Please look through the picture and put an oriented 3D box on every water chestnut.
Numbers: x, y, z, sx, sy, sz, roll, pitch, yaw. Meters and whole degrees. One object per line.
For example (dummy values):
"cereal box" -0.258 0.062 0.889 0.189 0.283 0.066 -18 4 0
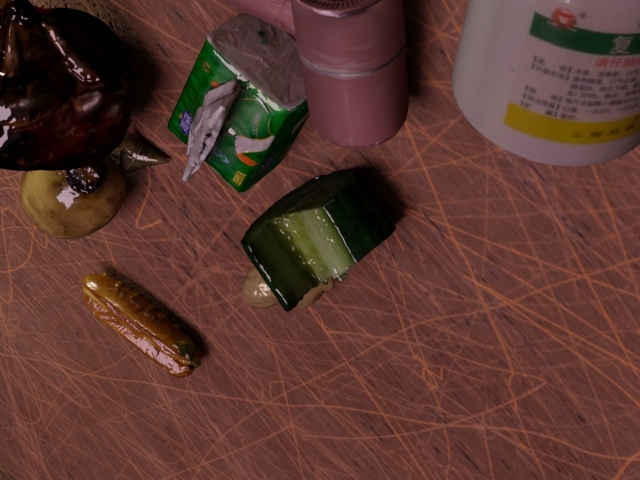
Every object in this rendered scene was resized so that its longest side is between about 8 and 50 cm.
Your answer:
"water chestnut" -0.406 -0.232 1.740 0.289 0.289 0.244 37 112 13

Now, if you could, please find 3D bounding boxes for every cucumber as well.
"cucumber" 0.006 -0.006 1.608 0.130 0.191 0.191 53 144 -13

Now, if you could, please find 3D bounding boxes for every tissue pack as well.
"tissue pack" -0.114 -0.170 1.575 0.148 0.156 0.209 45 146 6

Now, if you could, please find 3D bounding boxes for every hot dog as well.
"hot dog" -0.325 0.154 2.169 0.269 0.072 0.115 36 143 11

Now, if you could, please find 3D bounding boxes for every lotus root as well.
"lotus root" -0.405 -0.086 1.953 0.160 0.146 0.284 33 161 -14

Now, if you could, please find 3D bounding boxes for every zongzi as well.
"zongzi" -0.278 -0.125 1.892 0.083 0.040 0.076 24 149 1

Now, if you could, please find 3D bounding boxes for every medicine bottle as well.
"medicine bottle" 0.248 -0.253 1.079 0.208 0.208 0.340 32 142 19

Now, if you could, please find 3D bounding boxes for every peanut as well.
"peanut" -0.049 0.062 1.800 0.187 0.082 0.082 -2 123 46

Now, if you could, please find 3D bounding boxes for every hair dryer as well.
"hair dryer" -0.044 -0.271 1.441 0.352 0.125 0.210 33 150 32

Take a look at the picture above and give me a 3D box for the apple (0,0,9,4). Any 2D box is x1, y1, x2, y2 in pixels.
"apple" -0.486 -0.481 1.530 0.374 0.374 0.384 -22 78 52
